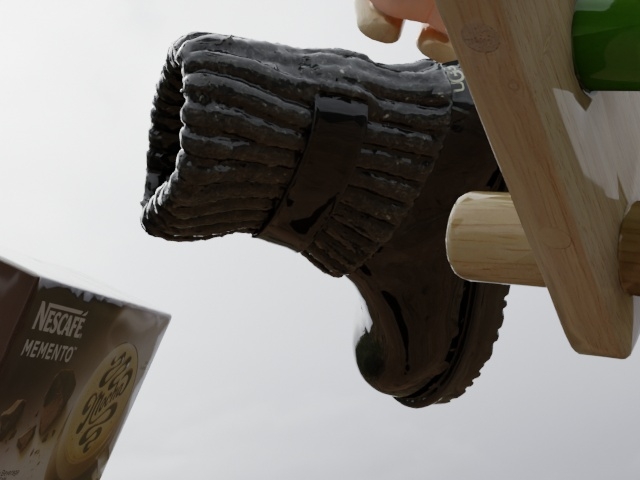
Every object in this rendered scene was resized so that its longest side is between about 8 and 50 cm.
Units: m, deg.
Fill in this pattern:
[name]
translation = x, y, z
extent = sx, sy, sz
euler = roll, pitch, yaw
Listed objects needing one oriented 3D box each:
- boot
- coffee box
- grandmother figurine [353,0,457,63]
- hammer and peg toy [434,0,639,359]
[boot]
translation = -0.001, -0.004, 0.905
extent = 0.260, 0.131, 0.348
euler = -4, -46, -17
[coffee box]
translation = -0.234, 0.095, 0.959
extent = 0.118, 0.168, 0.297
euler = 23, -4, 13
[grandmother figurine]
translation = 0.127, -0.314, 1.093
extent = 0.207, 0.104, 0.342
euler = 12, -43, -15
[hammer and peg toy]
translation = 0.095, -0.165, 0.439
extent = 0.127, 0.266, 0.361
euler = 5, -38, 31
